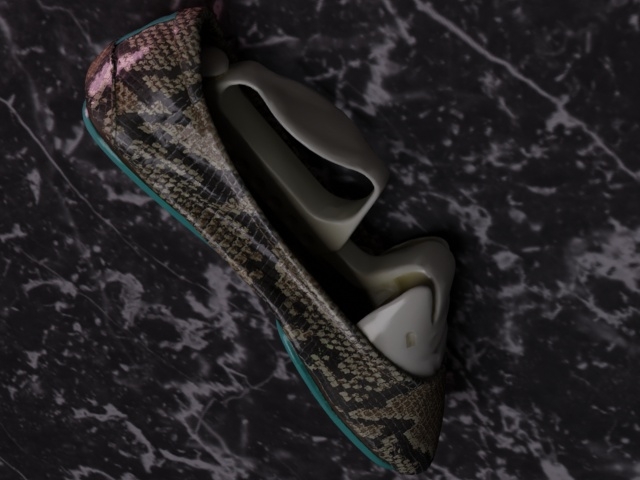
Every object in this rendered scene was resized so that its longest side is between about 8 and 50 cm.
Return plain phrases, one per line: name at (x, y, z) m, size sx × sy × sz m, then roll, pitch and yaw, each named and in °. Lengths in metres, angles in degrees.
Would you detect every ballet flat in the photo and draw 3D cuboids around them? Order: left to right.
ballet flat at (0.000, 0.000, 1.670) m, size 0.182 × 0.164 × 0.483 m, roll -31°, pitch 108°, yaw 29°
